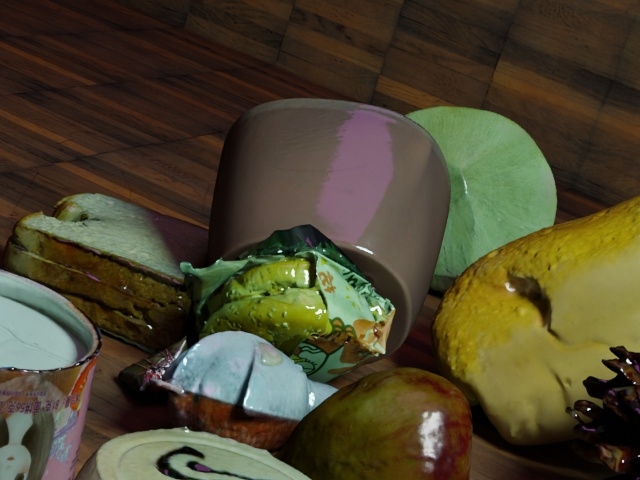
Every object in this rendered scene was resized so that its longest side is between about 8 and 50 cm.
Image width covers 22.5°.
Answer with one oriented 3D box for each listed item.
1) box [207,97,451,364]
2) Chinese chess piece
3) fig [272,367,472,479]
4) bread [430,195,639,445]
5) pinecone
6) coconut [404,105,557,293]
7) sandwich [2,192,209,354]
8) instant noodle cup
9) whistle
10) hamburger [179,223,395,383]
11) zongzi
[{"bbox_3d":[0.000,0.000,1.911,0.300,0.301,0.216,18,46,-3],"label":"box"},{"bbox_3d":[-0.099,0.256,1.389,0.250,0.101,0.250,17,15,-5],"label":"Chinese chess piece"},{"bbox_3d":[0.013,0.212,1.569,0.290,0.191,0.190,4,10,24],"label":"fig"},{"bbox_3d":[0.333,0.090,2.006,0.394,0.250,0.361,-16,3,24],"label":"bread"},{"bbox_3d":[0.403,0.231,1.701,0.298,0.296,0.242,51,20,-19],"label":"pinecone"},{"bbox_3d":[0.202,-0.059,2.433,0.328,0.281,0.328,46,-6,7],"label":"coconut"},{"bbox_3d":[-0.246,0.028,1.981,0.249,0.095,0.273,21,15,7],"label":"sandwich"},{"bbox_3d":[-0.292,0.158,1.262,0.243,0.231,0.243,17,17,-6],"label":"instant noodle cup"},{"bbox_3d":[-0.039,0.177,1.692,0.346,0.134,0.142,18,-28,-40],"label":"whistle"},{"bbox_3d":[-0.056,0.087,1.766,0.235,0.214,0.125,37,32,-42],"label":"hamburger"},{"bbox_3d":[-0.167,0.137,1.751,0.083,0.074,0.067,11,-1,-27],"label":"zongzi"}]
